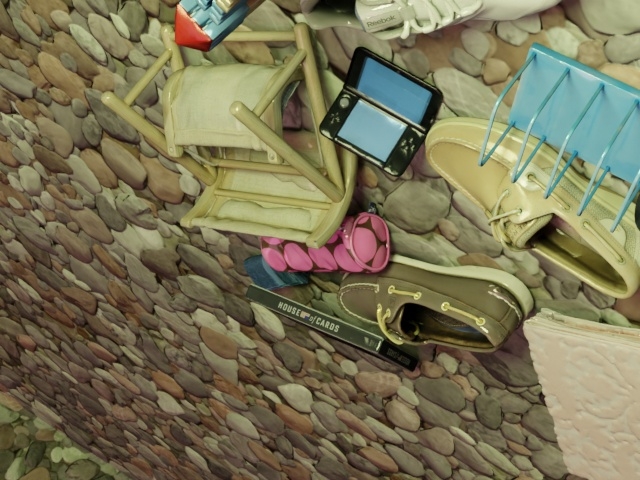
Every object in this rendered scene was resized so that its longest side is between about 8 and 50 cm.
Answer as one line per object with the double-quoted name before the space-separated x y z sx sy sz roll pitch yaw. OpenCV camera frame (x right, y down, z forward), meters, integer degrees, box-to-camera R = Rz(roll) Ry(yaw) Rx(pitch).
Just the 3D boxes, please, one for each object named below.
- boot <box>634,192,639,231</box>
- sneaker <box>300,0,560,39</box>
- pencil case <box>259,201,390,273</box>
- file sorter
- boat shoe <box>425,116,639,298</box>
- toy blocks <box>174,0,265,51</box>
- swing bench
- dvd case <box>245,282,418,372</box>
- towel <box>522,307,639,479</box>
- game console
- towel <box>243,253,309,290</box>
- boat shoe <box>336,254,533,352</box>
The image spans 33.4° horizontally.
"boot" 0.415 -0.081 1.057 0.106 0.082 0.219 11 135 -22
"sneaker" 0.111 -0.247 1.081 0.297 0.129 0.111 5 133 40
"pencil case" 0.000 0.000 1.532 0.098 0.095 0.209 19 164 -42
"file sorter" 0.267 -0.103 1.125 0.170 0.104 0.118 28 147 16
"boat shoe" 0.244 -0.039 1.232 0.302 0.098 0.109 32 147 11
"toy blocks" -0.036 -0.300 0.923 0.191 0.261 0.381 48 169 -5
"swing bench" -0.104 -0.137 1.405 0.253 0.165 0.254 9 142 37
"dvd case" 0.019 0.136 1.660 0.239 0.029 0.179 20 173 27
"towel" 0.447 0.237 1.414 0.317 0.053 0.331 11 138 38
"game console" 0.070 -0.154 1.291 0.122 0.107 0.071 31 175 10
"towel" -0.073 0.048 1.719 0.119 0.029 0.067 -12 121 51
"boat shoe" 0.139 0.096 1.503 0.324 0.096 0.116 4 135 42
